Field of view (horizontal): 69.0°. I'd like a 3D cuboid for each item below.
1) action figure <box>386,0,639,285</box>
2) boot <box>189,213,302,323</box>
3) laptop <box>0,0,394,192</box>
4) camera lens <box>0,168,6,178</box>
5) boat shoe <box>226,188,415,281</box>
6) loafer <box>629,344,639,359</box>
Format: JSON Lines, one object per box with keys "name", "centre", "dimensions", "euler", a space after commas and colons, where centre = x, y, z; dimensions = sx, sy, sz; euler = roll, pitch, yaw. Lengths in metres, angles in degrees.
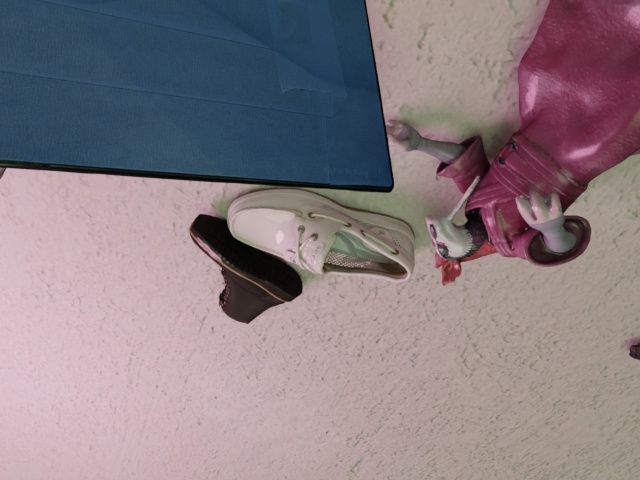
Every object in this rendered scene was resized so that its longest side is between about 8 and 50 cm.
{"name": "action figure", "centre": [0.254, -0.093, 0.536], "dimensions": [0.275, 0.248, 0.370], "euler": [8, 130, -34]}
{"name": "boot", "centre": [-0.145, 0.059, 0.725], "dimensions": [0.198, 0.077, 0.137], "euler": [40, 125, -20]}
{"name": "laptop", "centre": [-0.081, -0.274, 0.292], "dimensions": [0.381, 0.236, 0.408], "euler": [0, 130, -27]}
{"name": "camera lens", "centre": [-0.427, -0.181, 0.483], "dimensions": [0.219, 0.220, 0.274], "euler": [32, 123, -17]}
{"name": "boat shoe", "centre": [0.000, 0.000, 0.649], "dimensions": [0.276, 0.096, 0.098], "euler": [9, 126, -1]}
{"name": "loafer", "centre": [0.591, 0.167, 0.746], "dimensions": [0.169, 0.062, 0.062], "euler": [-6, 86, 18]}
